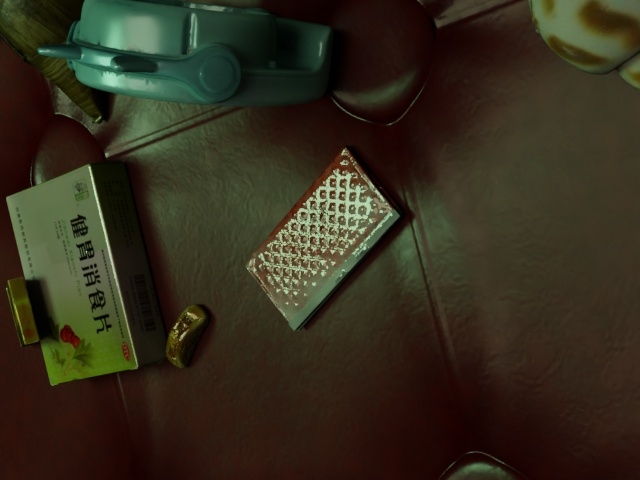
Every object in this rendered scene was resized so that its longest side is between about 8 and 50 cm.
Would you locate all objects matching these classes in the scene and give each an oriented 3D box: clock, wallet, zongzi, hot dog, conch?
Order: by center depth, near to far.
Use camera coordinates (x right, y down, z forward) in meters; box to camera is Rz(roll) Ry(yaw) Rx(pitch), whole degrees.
[{"bbox_3d":[0.237,-0.226,0.823,0.149,0.183,0.274,-11,97,5],"label":"conch"},{"bbox_3d":[-0.137,-0.194,1.021,0.224,0.274,0.094,16,105,31],"label":"clock"},{"bbox_3d":[0.000,0.000,1.107,0.103,0.020,0.196,51,122,18],"label":"wallet"},{"bbox_3d":[-0.288,-0.320,1.226,0.286,0.134,0.288,-39,102,17],"label":"zongzi"},{"bbox_3d":[-0.167,0.118,1.237,0.030,0.034,0.090,39,116,24],"label":"hot dog"}]

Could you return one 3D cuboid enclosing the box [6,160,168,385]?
[{"bbox_3d":[-0.299,0.045,1.304,0.175,0.062,0.260,-15,87,37],"label":"box"}]

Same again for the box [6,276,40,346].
[{"bbox_3d":[-0.397,0.097,1.356,0.156,0.022,0.089,164,93,-71],"label":"box"}]
